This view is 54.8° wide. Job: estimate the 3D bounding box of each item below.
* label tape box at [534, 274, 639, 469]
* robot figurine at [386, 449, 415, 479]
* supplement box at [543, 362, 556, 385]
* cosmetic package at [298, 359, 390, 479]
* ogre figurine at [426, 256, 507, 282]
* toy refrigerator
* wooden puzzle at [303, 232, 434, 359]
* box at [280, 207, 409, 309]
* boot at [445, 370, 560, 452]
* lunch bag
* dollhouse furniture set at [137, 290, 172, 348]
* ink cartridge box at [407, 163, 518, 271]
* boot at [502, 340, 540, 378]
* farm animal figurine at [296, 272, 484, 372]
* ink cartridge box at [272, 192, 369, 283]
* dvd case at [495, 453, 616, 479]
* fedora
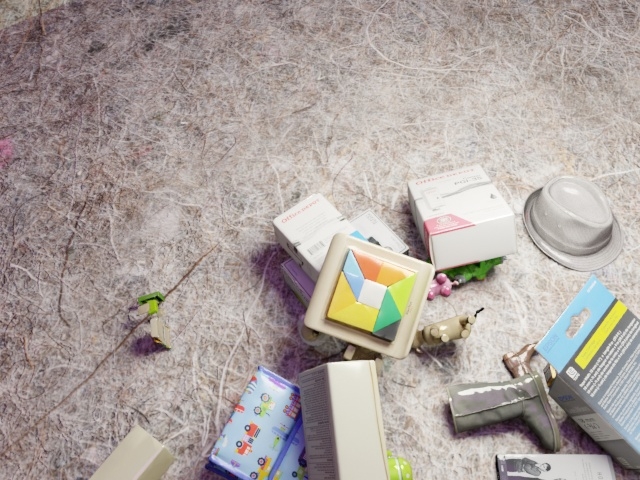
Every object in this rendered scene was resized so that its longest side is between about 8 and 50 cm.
[{"bbox_3d":[0.618,0.279,1.323,0.334,0.106,0.240,45,68,6],"label":"label tape box"},{"bbox_3d":[0.141,0.493,1.294,0.115,0.067,0.101,-9,60,-2],"label":"robot figurine"},{"bbox_3d":[0.558,0.300,1.403,0.083,0.055,0.043,-3,57,1],"label":"supplement box"},{"bbox_3d":[0.046,0.406,1.231,0.113,0.160,0.310,1,72,-25],"label":"cosmetic package"},{"bbox_3d":[0.381,0.041,1.566,0.196,0.097,0.118,-13,44,-18],"label":"ogre figurine"},{"bbox_3d":[-0.438,0.529,1.289,0.094,0.102,0.270,29,63,21],"label":"toy refrigerator"},{"bbox_3d":[0.107,0.119,1.340,0.238,0.044,0.221,19,82,3],"label":"wooden puzzle"},{"bbox_3d":[0.062,0.063,1.576,0.289,0.087,0.169,-33,60,-18],"label":"box"},{"bbox_3d":[0.395,0.388,1.345,0.208,0.076,0.190,-14,68,-2],"label":"boot"},{"bbox_3d":[-0.063,0.447,1.322,0.293,0.138,0.221,28,60,2],"label":"lunch bag"},{"bbox_3d":[-0.417,0.201,1.530,0.058,0.076,0.152,-20,55,6],"label":"dollhouse furniture set"},{"bbox_3d":[0.346,-0.064,1.550,0.207,0.117,0.283,-14,31,3],"label":"ink cartridge box"},{"bbox_3d":[0.490,0.299,1.419,0.106,0.037,0.114,-25,54,3],"label":"boot"},{"bbox_3d":[0.159,0.187,1.440,0.330,0.172,0.327,40,83,6],"label":"farm animal figurine"},{"bbox_3d":[0.000,0.000,1.517,0.148,0.086,0.203,-32,58,-17],"label":"ink cartridge box"},{"bbox_3d":[0.491,0.532,1.265,0.238,0.030,0.180,0,58,3],"label":"dvd case"},{"bbox_3d":[0.665,-0.069,1.601,0.243,0.124,0.276,-24,58,-11],"label":"fedora"}]
